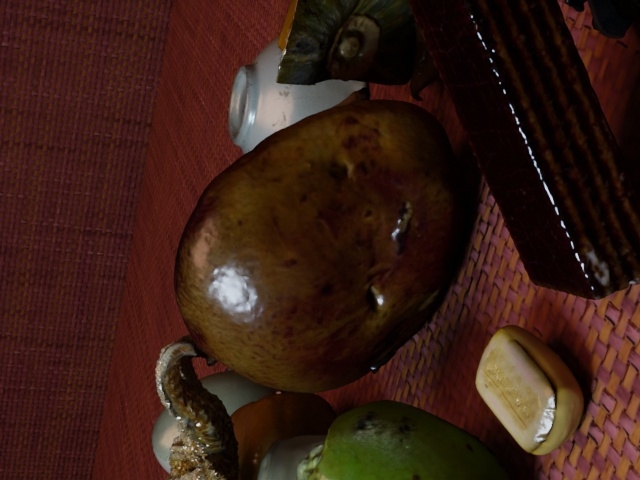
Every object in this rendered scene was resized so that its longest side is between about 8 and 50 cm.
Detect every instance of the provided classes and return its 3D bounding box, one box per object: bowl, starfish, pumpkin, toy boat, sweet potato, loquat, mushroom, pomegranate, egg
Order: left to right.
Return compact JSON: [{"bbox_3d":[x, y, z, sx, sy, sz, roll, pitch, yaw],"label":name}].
[{"bbox_3d":[-0.114,0.240,1.173,0.303,0.113,0.312,-148,47,-60],"label":"starfish"},{"bbox_3d":[-0.140,0.281,1.571,0.183,0.217,0.183,-177,90,-70],"label":"egg"},{"bbox_3d":[-0.048,0.292,1.368,0.187,0.176,0.234,-23,41,24],"label":"loquat"},{"bbox_3d":[-0.053,-0.192,1.575,0.313,0.146,0.313,-173,90,-71],"label":"bowl"},{"bbox_3d":[0.000,0.000,1.153,0.259,0.345,0.345,49,133,43],"label":"mushroom"},{"bbox_3d":[0.002,-0.262,1.228,0.190,0.280,0.139,31,114,34],"label":"pumpkin"},{"bbox_3d":[0.073,0.278,1.007,0.302,0.236,0.236,62,-156,-66],"label":"pomegranate"},{"bbox_3d":[0.133,-0.253,1.191,0.068,0.060,0.206,-33,-41,-65],"label":"sweet potato"},{"bbox_3d":[0.226,-0.225,0.896,0.061,0.060,0.137,-33,54,39],"label":"toy boat"}]

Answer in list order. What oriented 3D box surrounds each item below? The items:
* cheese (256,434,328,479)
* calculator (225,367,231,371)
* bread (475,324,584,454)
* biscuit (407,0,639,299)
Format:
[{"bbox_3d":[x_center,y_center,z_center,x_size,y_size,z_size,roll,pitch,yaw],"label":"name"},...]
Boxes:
[{"bbox_3d":[0.012,0.346,1.194,0.093,0.159,0.263,124,146,-62],"label":"cheese"},{"bbox_3d":[-0.135,0.276,1.838,0.294,0.043,0.194,119,150,-56],"label":"calculator"},{"bbox_3d":[0.184,0.127,0.919,0.115,0.056,0.082,50,130,55],"label":"bread"},{"bbox_3d":[0.137,-0.138,0.810,0.388,0.073,0.107,65,167,-12],"label":"biscuit"}]
